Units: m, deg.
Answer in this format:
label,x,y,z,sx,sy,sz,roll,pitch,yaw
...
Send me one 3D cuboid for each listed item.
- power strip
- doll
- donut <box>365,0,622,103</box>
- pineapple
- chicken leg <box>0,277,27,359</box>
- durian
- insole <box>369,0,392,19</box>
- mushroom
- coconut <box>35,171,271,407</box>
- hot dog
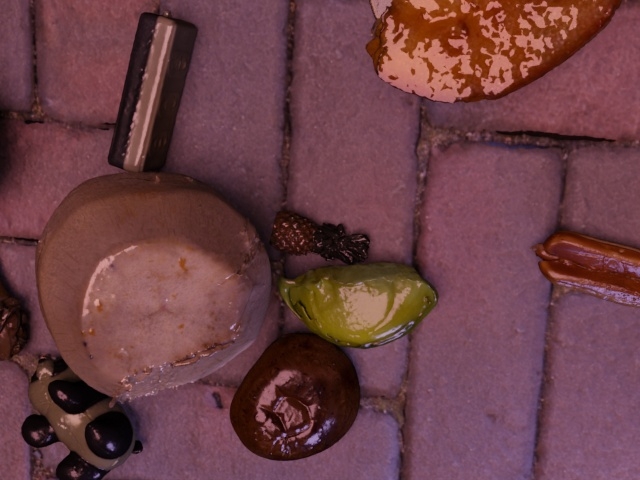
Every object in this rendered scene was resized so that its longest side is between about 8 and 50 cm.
label,x,y,z,sx,sy,sz,roll,pitch,yaw
power strip,-0.264,-0.236,1.366,0.070,0.105,0.257,17,103,7
doll,-0.418,0.306,1.488,0.234,0.135,0.143,44,111,5
donut,0.242,-0.408,1.203,0.377,0.163,0.435,6,101,4
pineapple,0.000,0.000,1.381,0.159,0.074,0.074,14,103,1
chicken leg,-0.573,0.114,1.512,0.125,0.080,0.196,3,101,24
durian,0.061,0.099,1.368,0.250,0.101,0.139,-7,98,15
insole,0.133,-0.487,1.289,0.119,0.009,0.349,11,103,10
mushroom,-0.039,0.265,1.399,0.194,0.138,0.231,27,105,5
coconut,-0.256,0.057,1.314,0.346,0.360,0.346,-5,106,-17
hot dog,0.433,0.043,1.302,0.235,0.062,0.092,18,104,5
